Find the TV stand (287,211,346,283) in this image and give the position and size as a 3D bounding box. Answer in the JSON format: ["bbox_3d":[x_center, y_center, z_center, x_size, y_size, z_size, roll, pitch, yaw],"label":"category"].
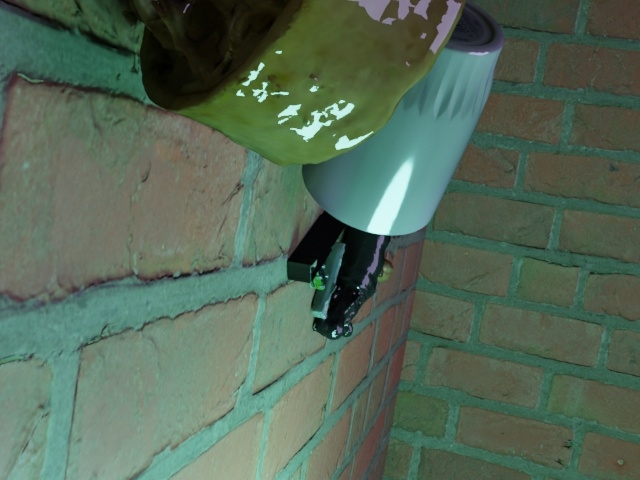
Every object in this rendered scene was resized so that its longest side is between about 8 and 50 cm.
[{"bbox_3d":[0.000,0.000,1.426,0.256,0.049,0.040,-55,151,-57],"label":"TV stand"}]

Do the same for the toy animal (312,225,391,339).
[{"bbox_3d":[0.081,0.096,1.698,0.168,0.106,0.343,75,32,-60],"label":"toy animal"}]

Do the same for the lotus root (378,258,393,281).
[{"bbox_3d":[0.182,0.088,2.149,0.150,0.062,0.073,9,99,-75],"label":"lotus root"}]

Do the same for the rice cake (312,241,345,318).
[{"bbox_3d":[0.021,0.084,1.578,0.030,0.042,0.180,70,33,-59],"label":"rice cake"}]

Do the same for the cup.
[{"bbox_3d":[0.130,-0.211,1.202,0.253,0.253,0.371,-62,175,-49],"label":"cup"}]

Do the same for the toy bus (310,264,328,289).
[{"bbox_3d":[-0.007,0.071,1.471,0.083,0.037,0.031,73,32,-59],"label":"toy bus"}]

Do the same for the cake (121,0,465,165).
[{"bbox_3d":[-0.080,-0.257,0.589,0.321,0.332,0.332,25,72,-36],"label":"cake"}]
